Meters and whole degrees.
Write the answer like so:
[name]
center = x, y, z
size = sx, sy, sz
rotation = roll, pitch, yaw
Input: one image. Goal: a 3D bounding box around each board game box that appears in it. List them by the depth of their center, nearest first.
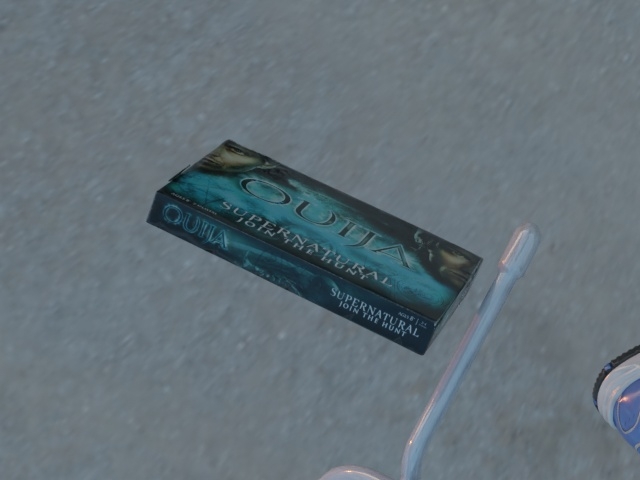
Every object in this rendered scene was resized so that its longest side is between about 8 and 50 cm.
[board game box]
center = 0.000, 0.000, 1.183
size = 0.186, 0.126, 0.026
rotation = 25, 114, 9

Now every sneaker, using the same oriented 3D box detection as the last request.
[sneaker]
center = 0.304, 0.091, 1.379
size = 0.211, 0.081, 0.080
rotation = -33, 136, 6

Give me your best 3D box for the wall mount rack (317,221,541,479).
[wall mount rack]
center = 0.155, 0.172, 1.162
size = 0.350, 0.130, 0.304
rotation = 22, 118, 39
